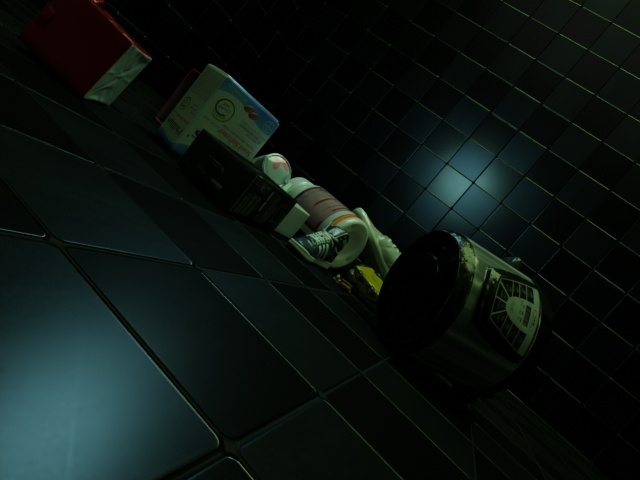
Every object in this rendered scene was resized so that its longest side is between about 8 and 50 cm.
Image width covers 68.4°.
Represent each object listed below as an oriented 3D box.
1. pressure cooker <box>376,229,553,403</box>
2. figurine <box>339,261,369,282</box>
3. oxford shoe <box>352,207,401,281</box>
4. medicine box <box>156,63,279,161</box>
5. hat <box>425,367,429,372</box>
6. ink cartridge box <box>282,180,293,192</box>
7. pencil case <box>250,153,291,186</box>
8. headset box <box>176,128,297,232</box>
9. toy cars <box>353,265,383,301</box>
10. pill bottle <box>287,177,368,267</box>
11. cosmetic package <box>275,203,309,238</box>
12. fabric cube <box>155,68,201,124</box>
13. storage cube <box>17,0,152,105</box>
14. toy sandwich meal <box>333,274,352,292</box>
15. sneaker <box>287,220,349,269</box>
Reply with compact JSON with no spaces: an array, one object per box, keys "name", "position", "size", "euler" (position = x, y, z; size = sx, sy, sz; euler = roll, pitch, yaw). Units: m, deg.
[{"name":"pressure cooker","position":[0.414,0.205,1.306],"size":[0.420,0.370,0.375],"euler":[31,27,-18]},{"name":"figurine","position":[0.161,0.147,1.982],"size":[0.215,0.092,0.209],"euler":[37,9,-29]},{"name":"oxford shoe","position":[0.263,0.062,1.933],"size":[0.449,0.130,0.169],"euler":[61,-13,2]},{"name":"medicine box","position":[-0.333,-0.369,1.553],"size":[0.149,0.289,0.263],"euler":[41,4,41]},{"name":"hat","position":[0.249,0.304,1.499],"size":[0.173,0.183,0.208],"euler":[46,-38,-9]},{"name":"ink cartridge box","position":[-0.181,-0.182,1.815],"size":[0.062,0.109,0.209],"euler":[53,17,-10]},{"name":"pencil case","position":[-0.216,-0.227,1.656],"size":[0.273,0.113,0.124],"euler":[-4,-56,54]},{"name":"headset box","position":[-0.242,-0.170,1.378],"size":[0.246,0.131,0.283],"euler":[41,5,24]},{"name":"toy cars","position":[0.269,0.230,1.677],"size":[0.393,0.087,0.176],"euler":[31,24,12]},{"name":"pill bottle","position":[-0.008,-0.084,1.909],"size":[0.392,0.224,0.224],"euler":[44,6,38]},{"name":"cosmetic package","position":[-0.139,-0.095,1.604],"size":[0.085,0.117,0.231],"euler":[43,4,23]},{"name":"fabric cube","position":[-0.459,-0.491,1.944],"size":[0.254,0.259,0.258],"euler":[40,4,11]},{"name":"storage cube","position":[-0.576,-0.482,1.184],"size":[0.193,0.215,0.183],"euler":[45,3,-10]},{"name":"toy sandwich meal","position":[0.078,0.144,1.602],"size":[0.085,0.029,0.085],"euler":[40,4,-4]},{"name":"sneaker","position":[0.000,0.000,1.572],"size":[0.099,0.153,0.282],"euler":[41,4,25]}]
